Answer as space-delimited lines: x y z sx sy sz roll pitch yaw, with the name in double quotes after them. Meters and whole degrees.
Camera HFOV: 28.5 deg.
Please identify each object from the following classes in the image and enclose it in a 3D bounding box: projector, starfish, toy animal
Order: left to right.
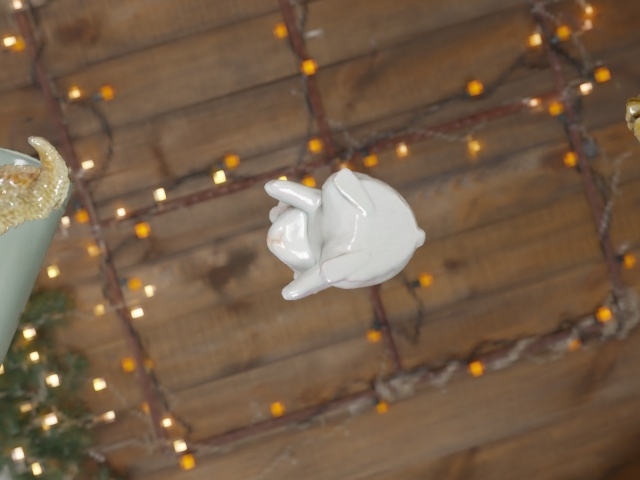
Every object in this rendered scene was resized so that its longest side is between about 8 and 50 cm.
-0.326 -0.010 0.999 0.060 0.299 0.302 1 -78 -57 "starfish"
-0.378 0.069 1.384 0.108 0.108 0.337 86 -157 -77 "projector"
-0.007 -0.001 1.484 0.282 0.138 0.140 -7 84 54 "toy animal"

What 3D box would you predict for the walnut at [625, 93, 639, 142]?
0.489 -0.152 1.676 0.143 0.170 0.069 -112 22 -55 "walnut"
